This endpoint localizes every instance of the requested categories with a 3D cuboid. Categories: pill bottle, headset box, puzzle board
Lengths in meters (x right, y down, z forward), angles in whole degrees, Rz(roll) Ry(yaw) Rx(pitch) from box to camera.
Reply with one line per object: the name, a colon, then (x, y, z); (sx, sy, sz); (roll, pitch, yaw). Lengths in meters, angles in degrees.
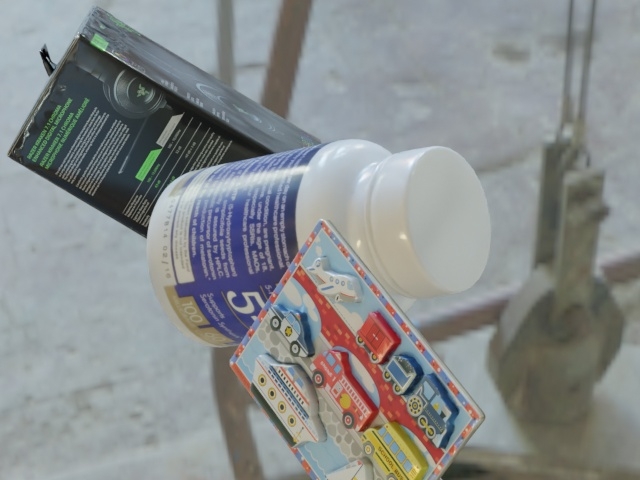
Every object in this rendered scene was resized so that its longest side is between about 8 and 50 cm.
pill bottle: (0.000, 0.000, 1.121); (0.186, 0.112, 0.112); (-10, 40, 39)
headset box: (-0.146, -0.092, 1.783); (0.283, 0.131, 0.246); (31, 10, -8)
puzzle board: (0.012, 0.068, 0.870); (0.011, 0.096, 0.128); (-1, 43, -46)

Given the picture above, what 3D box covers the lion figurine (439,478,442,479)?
lion figurine: (0.026, 0.305, 1.291); (0.240, 0.142, 0.392); (-30, 10, 1)
